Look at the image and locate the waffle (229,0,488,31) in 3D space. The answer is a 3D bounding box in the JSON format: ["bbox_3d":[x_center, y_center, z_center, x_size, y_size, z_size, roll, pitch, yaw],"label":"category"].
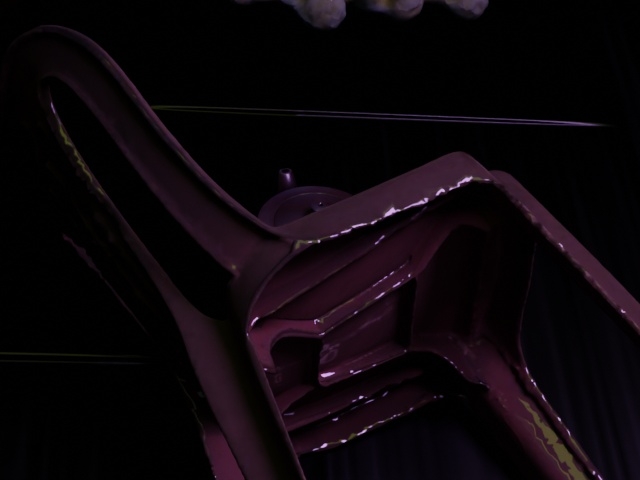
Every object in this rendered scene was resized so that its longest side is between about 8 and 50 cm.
[{"bbox_3d":[0.011,-0.251,1.095,0.291,0.056,0.309,17,43,11],"label":"waffle"}]

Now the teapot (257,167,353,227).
[{"bbox_3d":[0.000,0.000,0.837,0.067,0.045,0.100,-16,47,-21],"label":"teapot"}]

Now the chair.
[{"bbox_3d":[0.000,0.027,0.718,0.183,0.176,0.326,-22,56,-18],"label":"chair"}]

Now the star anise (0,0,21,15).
[{"bbox_3d":[-0.231,-0.160,0.927,0.212,0.111,0.196,-26,24,8],"label":"star anise"}]
